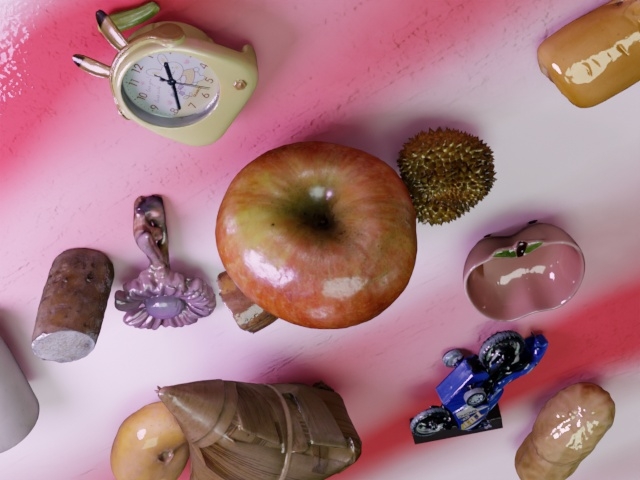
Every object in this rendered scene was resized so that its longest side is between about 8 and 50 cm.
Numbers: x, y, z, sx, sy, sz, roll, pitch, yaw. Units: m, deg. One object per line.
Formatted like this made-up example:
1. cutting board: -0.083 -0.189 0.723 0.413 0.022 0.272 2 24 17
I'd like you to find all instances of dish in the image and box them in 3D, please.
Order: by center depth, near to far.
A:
1. dish: 0.342 0.039 1.493 0.213 0.090 0.213 -3 136 -3

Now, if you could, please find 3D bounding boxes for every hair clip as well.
1. hair clip: -0.271 0.059 1.466 0.173 0.069 0.300 -5 133 -1

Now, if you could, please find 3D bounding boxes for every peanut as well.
1. peanut: 0.501 0.415 1.825 0.147 0.148 0.319 11 133 -15

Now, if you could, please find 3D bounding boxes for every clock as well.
1. clock: -0.213 -0.229 1.190 0.232 0.069 0.170 19 134 -29

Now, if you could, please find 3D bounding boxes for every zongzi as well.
1. zongzi: -0.241 0.427 1.674 0.467 0.218 0.500 23 126 -36

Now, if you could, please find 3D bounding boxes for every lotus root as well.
1. lotus root: -0.116 0.090 1.484 0.081 0.112 0.122 -35 159 12

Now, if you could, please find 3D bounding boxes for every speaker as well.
1. speaker: 0.288 0.390 1.846 0.191 0.040 0.046 -12 135 5

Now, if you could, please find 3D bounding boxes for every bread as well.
1. bread: 0.403 -0.260 1.223 0.173 0.085 0.134 -32 127 22

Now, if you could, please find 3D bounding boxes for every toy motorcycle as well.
1. toy motorcycle: 0.316 0.290 1.714 0.169 0.113 0.315 20 120 -36

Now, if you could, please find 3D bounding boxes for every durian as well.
1. durian: 0.188 -0.099 1.328 0.168 0.137 0.158 -7 154 -17

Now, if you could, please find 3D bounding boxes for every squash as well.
1. squash: -0.257 -0.298 1.166 0.089 0.027 0.027 -15 132 4

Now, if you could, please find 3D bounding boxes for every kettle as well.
1. kettle: -0.647 0.241 1.551 0.240 0.165 0.255 12 137 23

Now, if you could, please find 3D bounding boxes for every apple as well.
1. apple: 0.000 0.000 1.298 0.277 0.309 0.250 -45 156 -14

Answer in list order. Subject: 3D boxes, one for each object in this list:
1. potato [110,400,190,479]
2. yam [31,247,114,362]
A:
1. potato: -0.342 0.413 1.742 0.146 0.150 0.234 30 120 16
2. yam: -0.404 0.111 1.418 0.107 0.194 0.107 -1 132 -1
